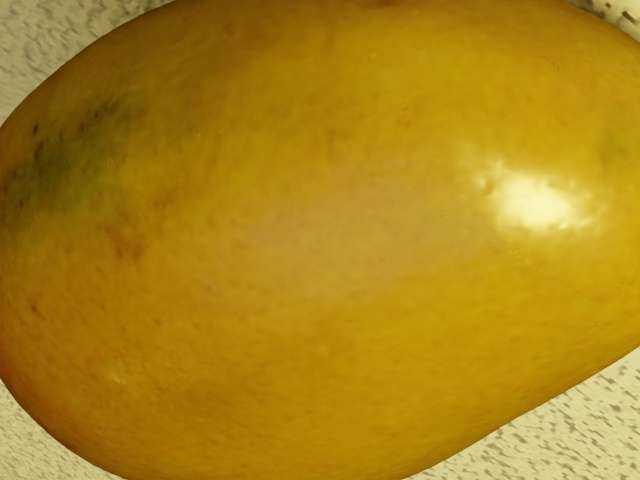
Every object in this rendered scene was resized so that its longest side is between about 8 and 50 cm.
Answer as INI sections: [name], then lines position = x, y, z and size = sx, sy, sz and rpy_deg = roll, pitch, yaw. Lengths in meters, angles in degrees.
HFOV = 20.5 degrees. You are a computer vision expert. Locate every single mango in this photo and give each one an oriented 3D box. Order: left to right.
[mango]
position = 0.000, 0.000, 0.924
size = 0.445, 0.232, 0.300
rpy_deg = -15, 126, 41
